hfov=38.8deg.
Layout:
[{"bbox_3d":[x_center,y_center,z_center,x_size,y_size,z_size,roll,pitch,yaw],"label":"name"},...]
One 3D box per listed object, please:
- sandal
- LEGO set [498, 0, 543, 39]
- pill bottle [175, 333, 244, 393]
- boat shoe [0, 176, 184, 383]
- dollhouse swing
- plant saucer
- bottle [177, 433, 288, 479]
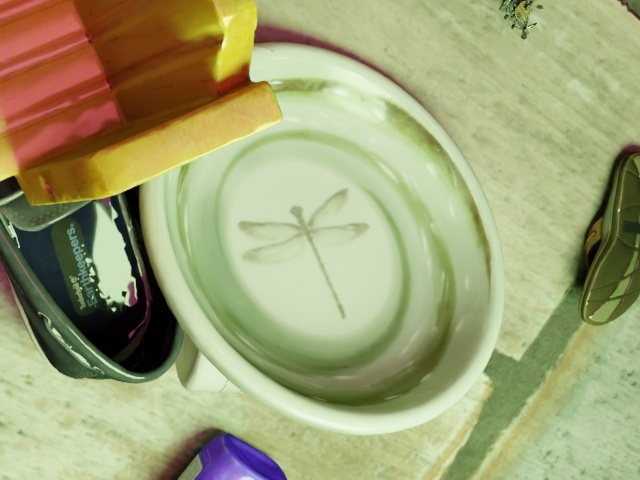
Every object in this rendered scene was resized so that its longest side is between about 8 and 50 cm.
[{"bbox_3d":[0.362,-0.002,1.126,0.090,0.060,0.219,10,91,-28],"label":"sandal"},{"bbox_3d":[0.219,-0.263,1.000,0.054,0.023,0.083,11,92,-25],"label":"LEGO set"},{"bbox_3d":[-0.032,0.102,0.980,0.229,0.131,0.131,7,106,-22],"label":"pill bottle"},{"bbox_3d":[-0.240,-0.078,0.803,0.187,0.156,0.500,-32,121,-32],"label":"boat shoe"},{"bbox_3d":[-0.271,-0.164,0.564,0.305,0.315,0.346,-29,105,-27],"label":"dollhouse swing"},{"bbox_3d":[0.000,0.000,0.895,0.400,0.100,0.400,14,60,-27],"label":"plant saucer"},{"bbox_3d":[-0.158,0.362,1.050,0.118,0.092,0.283,36,95,-26],"label":"bottle"}]
